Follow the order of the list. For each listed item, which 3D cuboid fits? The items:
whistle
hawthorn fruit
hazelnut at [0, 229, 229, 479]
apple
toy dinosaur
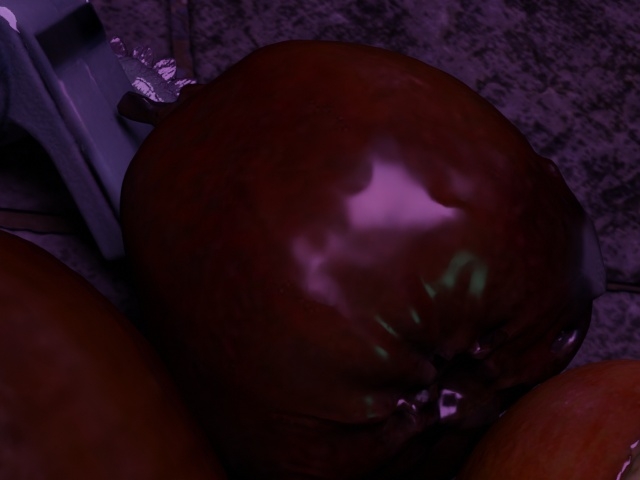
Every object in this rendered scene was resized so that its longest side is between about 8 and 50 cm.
[{"bbox_3d":[-0.232,-0.111,1.285,0.163,0.163,0.290,-40,109,-41],"label":"whistle"},{"bbox_3d":[0.016,0.013,1.175,0.308,0.308,0.325,5,21,-19],"label":"hawthorn fruit"},{"bbox_3d":[-0.223,0.187,0.872,0.359,0.359,0.409,-24,80,-36],"label":"hazelnut"},{"bbox_3d":[0.169,0.195,1.108,0.163,0.293,0.251,16,69,38],"label":"apple"},{"bbox_3d":[-0.158,-0.128,1.376,0.209,0.039,0.082,36,43,-6],"label":"toy dinosaur"}]
